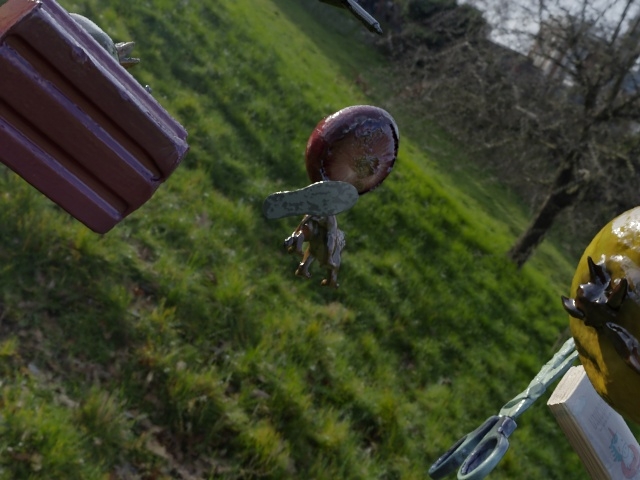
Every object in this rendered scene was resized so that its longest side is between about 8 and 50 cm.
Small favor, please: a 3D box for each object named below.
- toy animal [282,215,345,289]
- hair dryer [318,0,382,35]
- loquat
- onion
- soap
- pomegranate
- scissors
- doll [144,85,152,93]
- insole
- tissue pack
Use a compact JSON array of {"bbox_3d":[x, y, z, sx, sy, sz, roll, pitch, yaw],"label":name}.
[{"bbox_3d":[0.000,0.000,1.478,0.097,0.158,0.312,6,-20,9],"label":"toy animal"},{"bbox_3d":[0.084,-0.625,1.939,0.114,0.071,0.248,2,43,-43],"label":"hair dryer"},{"bbox_3d":[0.350,0.075,0.681,0.243,0.244,0.244,26,11,-6],"label":"loquat"},{"bbox_3d":[0.071,-0.214,1.697,0.161,0.248,0.248,50,20,26],"label":"onion"},{"bbox_3d":[-0.404,-0.198,1.157,0.359,0.233,0.128,46,14,-41],"label":"soap"},{"bbox_3d":[-0.438,-0.322,1.321,0.245,0.198,0.198,-16,35,-29],"label":"pomegranate"},{"bbox_3d":[0.338,0.263,1.176,0.029,0.383,0.256,48,-13,8],"label":"scissors"},{"bbox_3d":[-0.431,-0.330,1.672,0.039,0.057,0.114,57,24,-4],"label":"doll"},{"bbox_3d":[-0.020,-0.069,1.272,0.193,0.065,0.006,-7,-17,27],"label":"insole"},{"bbox_3d":[0.655,0.466,1.649,0.170,0.071,0.326,-32,92,-42],"label":"tissue pack"}]
